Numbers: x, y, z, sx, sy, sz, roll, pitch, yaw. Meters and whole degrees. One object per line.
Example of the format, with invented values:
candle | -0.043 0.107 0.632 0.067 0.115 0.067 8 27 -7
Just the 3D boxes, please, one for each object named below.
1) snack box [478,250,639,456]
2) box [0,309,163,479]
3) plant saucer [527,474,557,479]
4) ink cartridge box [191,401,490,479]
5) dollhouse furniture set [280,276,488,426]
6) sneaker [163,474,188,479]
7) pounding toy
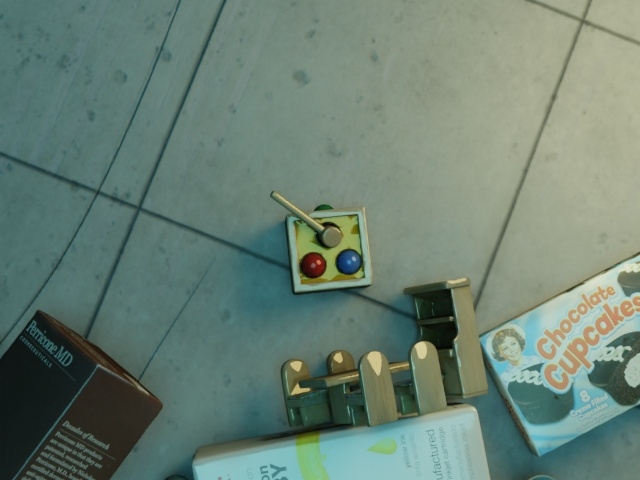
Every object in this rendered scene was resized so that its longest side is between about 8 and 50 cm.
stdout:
snack box | 0.401 0.148 1.698 0.322 0.060 0.187 -27 87 -5
box | -0.400 0.303 1.559 0.381 0.191 0.143 -53 132 -8
plant saucer | 0.296 0.420 1.641 0.195 0.037 0.195 14 71 -46
ink cartridge box | 0.036 0.388 1.607 0.385 0.160 0.279 -10 86 -4
dollhouse furniture set | 0.089 0.150 1.613 0.242 0.212 0.161 -8 87 -30
sneaker | -0.199 0.452 1.634 0.106 0.101 0.267 10 92 -14
pounding toy | 0.000 0.000 1.670 0.130 0.100 0.141 -6 85 -4
